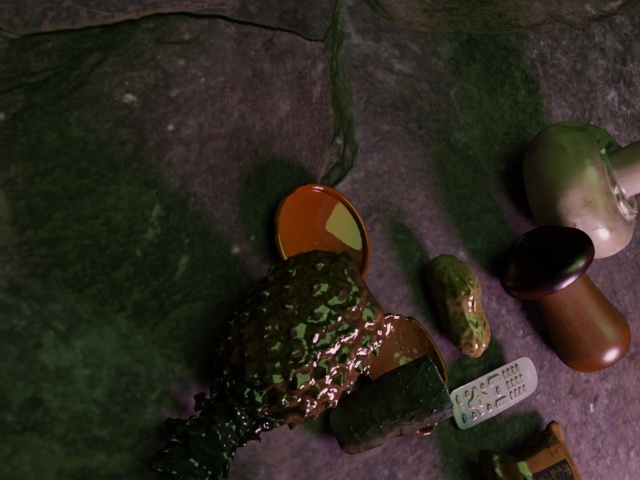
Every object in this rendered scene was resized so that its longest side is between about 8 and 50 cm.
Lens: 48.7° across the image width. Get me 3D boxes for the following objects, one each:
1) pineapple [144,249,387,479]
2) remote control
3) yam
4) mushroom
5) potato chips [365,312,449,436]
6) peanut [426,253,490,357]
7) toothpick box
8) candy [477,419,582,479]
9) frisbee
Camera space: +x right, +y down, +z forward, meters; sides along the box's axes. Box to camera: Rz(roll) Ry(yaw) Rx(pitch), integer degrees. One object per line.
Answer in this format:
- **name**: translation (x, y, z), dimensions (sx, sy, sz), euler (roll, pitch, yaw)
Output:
- **pineapple**: translation (-0.072, 0.182, 0.929), dimensions (0.202, 0.202, 0.362), euler (51, 57, -11)
- **remote control**: translation (0.316, 0.273, 1.295), dimensions (0.229, 0.044, 0.073), euler (-17, 90, -33)
- **yam**: translation (0.108, 0.248, 1.061), dimensions (0.107, 0.183, 0.107), euler (59, 12, -20)
- **mushroom**: translation (0.604, -0.136, 1.487), dimensions (0.314, 0.336, 0.314), euler (30, 46, -36)
- **potato chips**: translation (0.137, 0.217, 1.167), dimensions (0.150, 0.049, 0.202), euler (-40, 101, -35)
- **peanut**: translation (0.253, 0.116, 1.272), dimensions (0.083, 0.093, 0.194), euler (-12, 78, -55)
- **toothpick box**: translation (0.485, 0.111, 1.402), dimensions (0.294, 0.192, 0.192), euler (55, 49, -15)
- **candy**: translation (0.386, 0.414, 1.263), dimensions (0.271, 0.101, 0.143), euler (-1, 68, -45)
- **frisbee**: translation (0.000, 0.000, 1.151), dimensions (0.192, 0.035, 0.192), euler (15, 65, -33)
